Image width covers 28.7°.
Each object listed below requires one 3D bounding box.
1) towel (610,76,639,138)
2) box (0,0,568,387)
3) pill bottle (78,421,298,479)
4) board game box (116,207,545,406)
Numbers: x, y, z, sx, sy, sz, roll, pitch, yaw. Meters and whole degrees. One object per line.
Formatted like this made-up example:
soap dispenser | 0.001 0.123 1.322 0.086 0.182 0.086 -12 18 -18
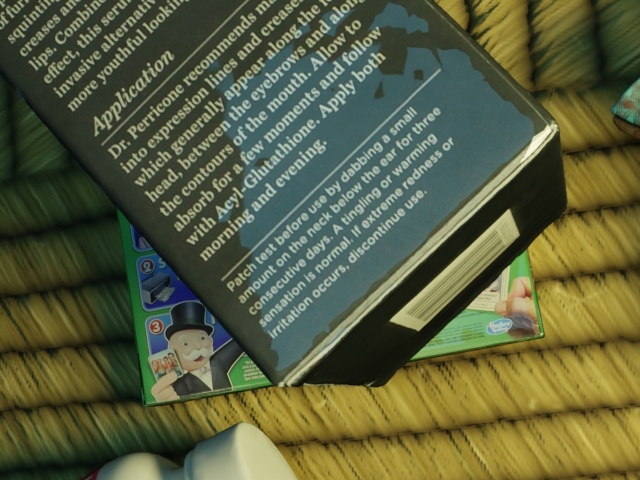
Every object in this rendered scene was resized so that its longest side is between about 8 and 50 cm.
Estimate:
towel | 0.397 -0.164 0.793 0.370 0.040 0.271 -44 40 -13
box | -0.046 -0.111 0.833 0.212 0.293 0.395 -43 76 4
pill bottle | -0.160 0.267 0.925 0.318 0.176 0.176 -31 78 8
board game box | 0.000 0.000 0.985 0.317 0.046 0.214 -11 81 12
